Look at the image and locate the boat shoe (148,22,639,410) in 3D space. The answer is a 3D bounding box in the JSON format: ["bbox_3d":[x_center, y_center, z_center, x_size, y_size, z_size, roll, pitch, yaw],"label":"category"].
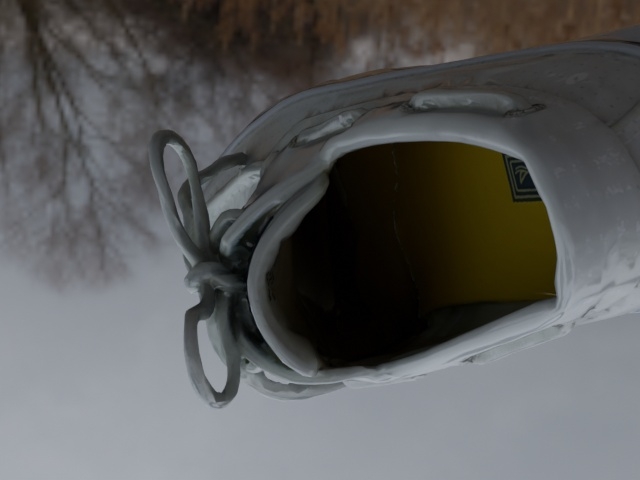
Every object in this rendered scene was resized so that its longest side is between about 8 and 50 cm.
[{"bbox_3d":[0.003,0.008,0.594,0.156,0.136,0.367,-20,-173,-31],"label":"boat shoe"}]
